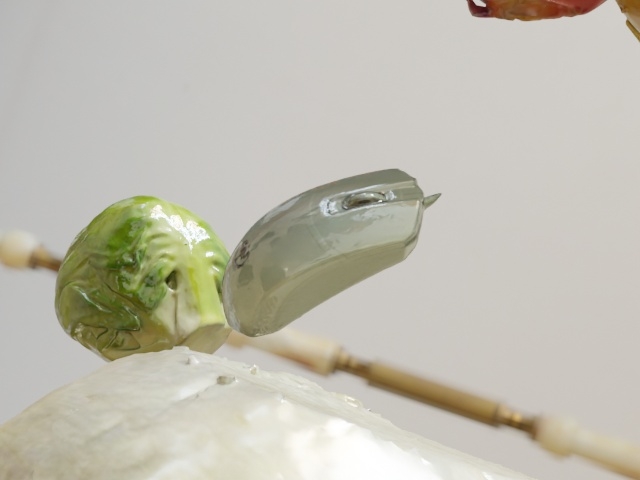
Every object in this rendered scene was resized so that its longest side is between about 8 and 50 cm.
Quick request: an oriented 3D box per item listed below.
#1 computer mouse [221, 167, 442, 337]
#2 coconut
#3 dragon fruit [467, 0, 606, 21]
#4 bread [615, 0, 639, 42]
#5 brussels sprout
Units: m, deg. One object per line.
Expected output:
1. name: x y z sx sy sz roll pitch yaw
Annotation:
1. computer mouse: 0.000 0.000 1.228 0.056 0.182 0.089 51 18 -43
2. coconut: 0.004 0.248 0.739 0.344 0.415 0.415 -49 169 18
3. dragon fruit: 0.198 -0.331 1.291 0.371 0.386 0.249 -34 156 13
4. bread: 0.306 -0.239 0.973 0.316 0.211 0.270 -35 -171 -14
5. brussels sprout: -0.196 0.053 1.996 0.161 0.223 0.223 12 95 -71
